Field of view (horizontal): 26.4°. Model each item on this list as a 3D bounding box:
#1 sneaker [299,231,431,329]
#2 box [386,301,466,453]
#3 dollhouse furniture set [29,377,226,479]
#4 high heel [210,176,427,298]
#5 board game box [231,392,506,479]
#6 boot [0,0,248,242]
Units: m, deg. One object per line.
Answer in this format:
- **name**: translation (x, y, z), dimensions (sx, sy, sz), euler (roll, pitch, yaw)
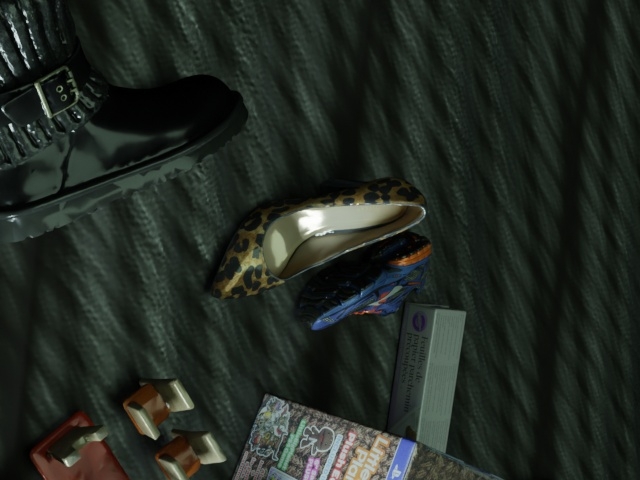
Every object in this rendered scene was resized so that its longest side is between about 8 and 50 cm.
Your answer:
- **sneaker**: translation (0.067, 0.070, 1.799), dimensions (0.221, 0.083, 0.087), euler (-26, 120, -30)
- **box**: translation (0.137, 0.250, 1.890), dimensions (0.067, 0.063, 0.324), euler (5, 93, -41)
- **dollhouse furniture set**: translation (-0.237, 0.322, 1.579), dimensions (0.262, 0.135, 0.259), euler (-38, 107, -29)
- **high heel**: translation (0.000, 0.000, 1.661), dimensions (0.261, 0.186, 0.093), euler (-39, 119, -29)
- **board game box**: translation (0.073, 0.316, 1.700), dimensions (0.232, 0.291, 0.141), euler (29, 78, -38)
- **boot**: translation (-0.249, -0.177, 1.467), dimensions (0.348, 0.131, 0.260), euler (-29, 114, -32)
